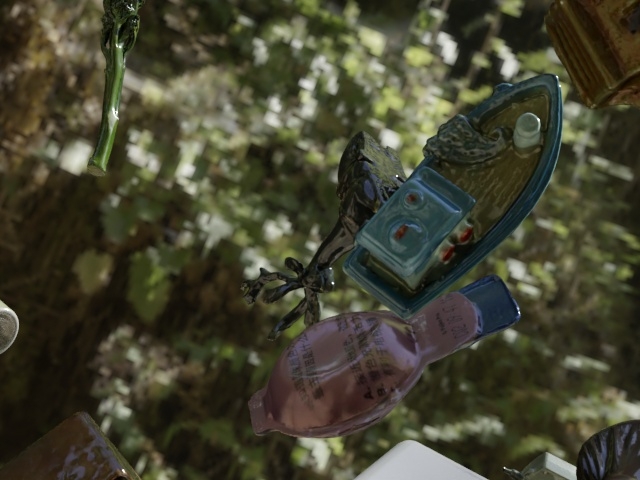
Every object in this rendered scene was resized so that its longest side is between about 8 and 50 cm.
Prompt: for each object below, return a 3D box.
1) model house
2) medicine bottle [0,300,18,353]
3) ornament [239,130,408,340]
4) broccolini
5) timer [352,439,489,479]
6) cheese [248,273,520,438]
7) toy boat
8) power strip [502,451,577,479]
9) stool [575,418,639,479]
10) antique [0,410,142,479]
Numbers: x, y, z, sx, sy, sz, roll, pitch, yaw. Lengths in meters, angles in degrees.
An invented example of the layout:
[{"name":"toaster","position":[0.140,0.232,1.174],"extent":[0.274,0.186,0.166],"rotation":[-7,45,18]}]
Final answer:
[{"name":"model house","position":[0.372,-0.203,1.737],"extent":[0.239,0.173,0.268],"rotation":[-24,-83,47]},{"name":"medicine bottle","position":[-0.398,0.042,1.594],"extent":[0.231,0.059,0.059],"rotation":[33,-5,36]},{"name":"ornament","position":[0.000,0.000,1.766],"extent":[0.080,0.236,0.202],"rotation":[33,21,-20]},{"name":"broccolini","position":[-0.227,-0.179,1.666],"extent":[0.054,0.239,0.051],"rotation":[22,-26,-35]},{"name":"timer","position":[0.100,0.355,1.613],"extent":[0.192,0.194,0.195],"rotation":[26,27,23]},{"name":"cheese","position":[0.058,0.113,1.518],"extent":[0.074,0.286,0.189],"rotation":[63,3,-31]},{"name":"toy boat","position":[0.118,-0.048,1.278],"extent":[0.109,0.238,0.098],"rotation":[39,-11,23]},{"name":"power strip","position":[0.292,0.292,1.652],"extent":[0.227,0.029,0.080],"rotation":[28,-50,-9]},{"name":"stool","position":[0.269,0.234,1.309],"extent":[0.125,0.217,0.121],"rotation":[12,-61,30]},{"name":"antique","position":[-0.138,0.270,1.213],"extent":[0.087,0.093,0.310],"rotation":[44,-13,48]}]
